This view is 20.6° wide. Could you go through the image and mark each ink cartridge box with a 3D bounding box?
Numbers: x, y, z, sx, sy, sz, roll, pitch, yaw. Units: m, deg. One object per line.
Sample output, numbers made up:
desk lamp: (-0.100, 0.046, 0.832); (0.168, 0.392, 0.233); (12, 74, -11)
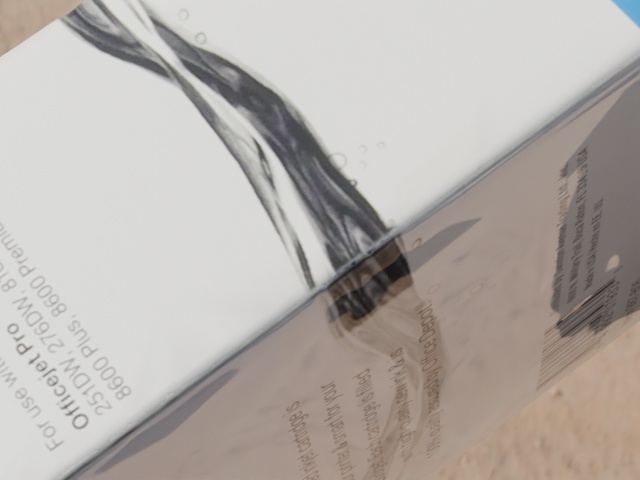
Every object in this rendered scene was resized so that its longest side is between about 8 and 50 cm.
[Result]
ink cartridge box: (0.000, 0.000, 0.751); (0.395, 0.285, 0.166); (-36, 67, -12)
